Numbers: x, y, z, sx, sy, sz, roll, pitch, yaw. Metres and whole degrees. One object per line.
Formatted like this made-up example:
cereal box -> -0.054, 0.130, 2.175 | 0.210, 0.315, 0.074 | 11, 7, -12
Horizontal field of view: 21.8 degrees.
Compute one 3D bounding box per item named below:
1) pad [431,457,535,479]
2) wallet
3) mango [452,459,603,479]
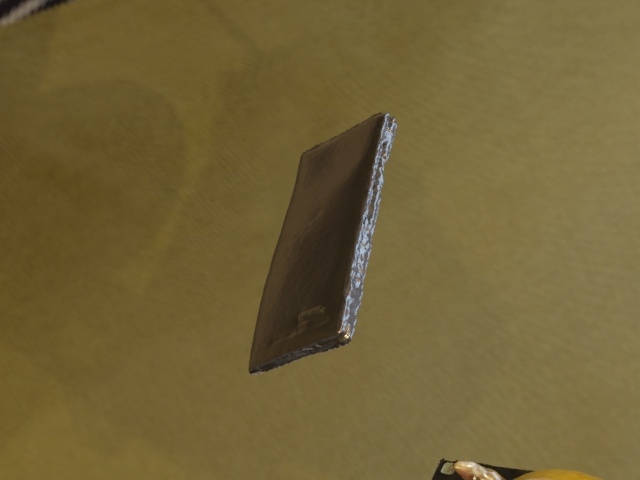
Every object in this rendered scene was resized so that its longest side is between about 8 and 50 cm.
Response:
pad -> 0.119, 0.289, 1.544 | 0.004, 0.116, 0.193 | 49, 57, -35
wallet -> 0.000, 0.000, 1.455 | 0.025, 0.124, 0.244 | 35, 50, -30
mango -> 0.156, 0.235, 0.783 | 0.119, 0.176, 0.317 | -32, 80, -9
